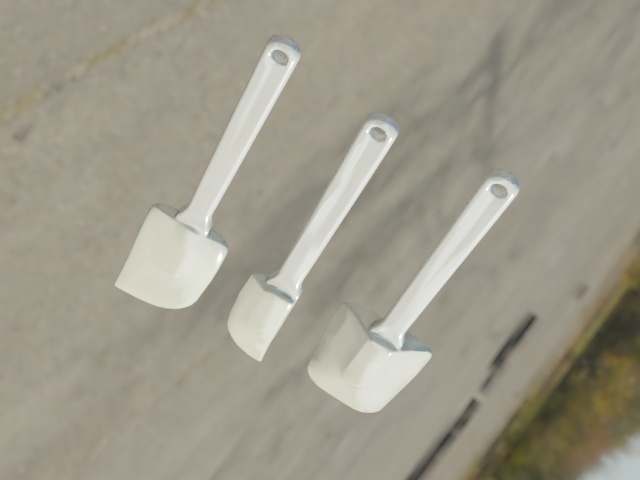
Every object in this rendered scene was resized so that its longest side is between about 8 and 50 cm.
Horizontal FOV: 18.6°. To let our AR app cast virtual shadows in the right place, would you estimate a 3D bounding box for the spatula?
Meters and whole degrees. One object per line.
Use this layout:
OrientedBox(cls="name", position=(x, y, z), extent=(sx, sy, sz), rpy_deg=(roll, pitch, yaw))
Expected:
OrientedBox(cls="spatula", position=(0.000, 0.000, 0.993), extent=(0.019, 0.168, 0.242), rpy_deg=(-61, -178, -39))
